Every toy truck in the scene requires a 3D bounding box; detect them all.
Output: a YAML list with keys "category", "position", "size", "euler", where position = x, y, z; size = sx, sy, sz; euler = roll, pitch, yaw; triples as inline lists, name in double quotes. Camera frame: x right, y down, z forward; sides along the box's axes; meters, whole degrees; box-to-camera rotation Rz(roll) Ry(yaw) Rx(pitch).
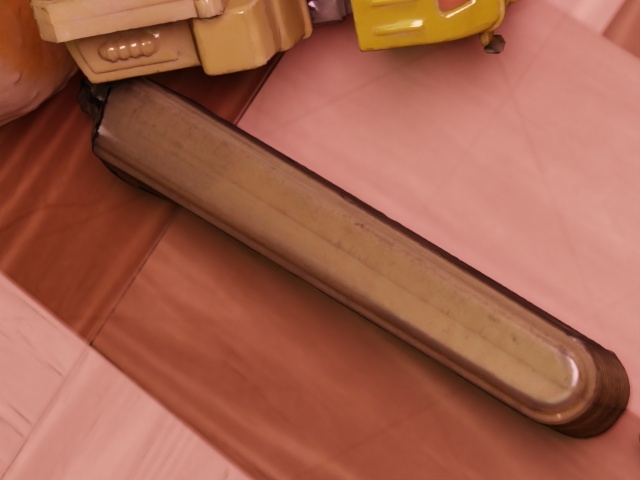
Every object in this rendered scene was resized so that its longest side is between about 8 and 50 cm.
- category: "toy truck"
  position: [-0.026, -0.154, 1.012]
  size: [0.272, 0.157, 0.124]
  euler: [-5, 115, 12]

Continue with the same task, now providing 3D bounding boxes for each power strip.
- category: "power strip"
  position: [0.000, 0.000, 1.052]
  size: [0.388, 0.092, 0.066]
  euler: [32, 92, 24]

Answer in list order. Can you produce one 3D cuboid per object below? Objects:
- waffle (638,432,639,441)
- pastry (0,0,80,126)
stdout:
- category: "waffle"
  position: [0.295, 0.126, 0.929]
  size: [0.261, 0.056, 0.250]
  euler: [44, 99, 24]
- category: "pastry"
  position: [-0.215, -0.186, 1.094]
  size: [0.133, 0.265, 0.264]
  euler: [0, 82, 21]
